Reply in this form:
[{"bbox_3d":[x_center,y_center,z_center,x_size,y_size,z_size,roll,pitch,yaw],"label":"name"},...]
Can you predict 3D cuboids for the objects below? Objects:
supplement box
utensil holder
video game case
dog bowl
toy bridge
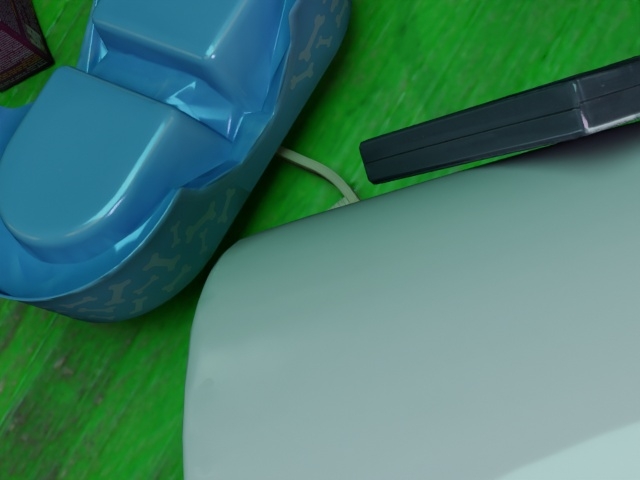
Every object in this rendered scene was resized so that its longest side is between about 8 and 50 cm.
[{"bbox_3d":[-0.205,-0.133,1.006,0.043,0.083,0.055,-27,68,11],"label":"supplement box"},{"bbox_3d":[0.179,0.096,0.684,0.385,0.327,0.327,-13,72,18],"label":"utensil holder"},{"bbox_3d":[0.176,-0.081,0.731,0.274,0.196,0.026,-19,94,-22],"label":"video game case"},{"bbox_3d":[-0.090,-0.085,0.935,0.166,0.074,0.297,23,77,36],"label":"dog bowl"},{"bbox_3d":[0.000,0.000,0.930,0.063,0.026,0.188,-37,66,6],"label":"toy bridge"}]
